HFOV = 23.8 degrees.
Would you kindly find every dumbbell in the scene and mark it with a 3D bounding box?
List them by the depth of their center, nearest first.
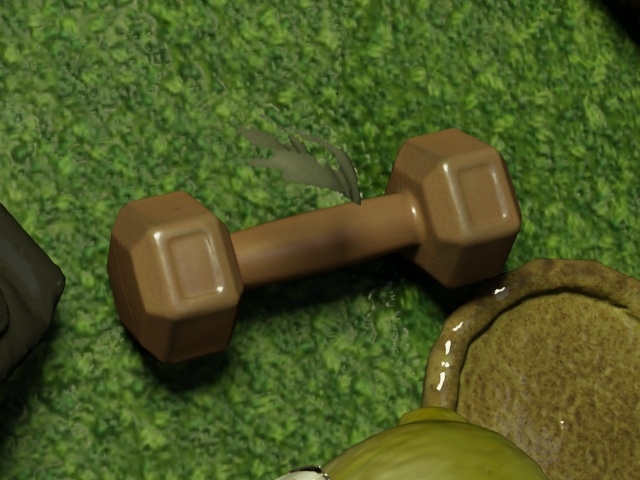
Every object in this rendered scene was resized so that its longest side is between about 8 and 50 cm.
[{"bbox_3d":[0.000,0.000,0.844,0.230,0.082,0.092,-13,86,-22],"label":"dumbbell"}]

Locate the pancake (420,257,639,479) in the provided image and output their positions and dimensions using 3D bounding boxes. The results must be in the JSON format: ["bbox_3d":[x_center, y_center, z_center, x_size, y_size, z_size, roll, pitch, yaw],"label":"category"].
[{"bbox_3d":[0.151,0.104,0.914,0.199,0.021,0.199,3,81,-19],"label":"pancake"}]

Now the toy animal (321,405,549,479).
[{"bbox_3d":[-0.012,0.244,0.752,0.363,0.181,0.180,-38,86,-23],"label":"toy animal"}]

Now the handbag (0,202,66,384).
[{"bbox_3d":[-0.248,-0.004,0.698,0.080,0.223,0.247,-39,97,22],"label":"handbag"}]

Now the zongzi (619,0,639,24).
[{"bbox_3d":[0.169,-0.197,0.887,0.317,0.154,0.289,-13,85,-31],"label":"zongzi"}]

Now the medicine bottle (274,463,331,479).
[{"bbox_3d":[-0.033,0.216,0.630,0.201,0.052,0.171,-35,82,-22],"label":"medicine bottle"}]

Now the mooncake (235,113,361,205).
[{"bbox_3d":[0.042,-0.146,0.871,0.150,0.057,0.347,16,56,-12],"label":"mooncake"}]
